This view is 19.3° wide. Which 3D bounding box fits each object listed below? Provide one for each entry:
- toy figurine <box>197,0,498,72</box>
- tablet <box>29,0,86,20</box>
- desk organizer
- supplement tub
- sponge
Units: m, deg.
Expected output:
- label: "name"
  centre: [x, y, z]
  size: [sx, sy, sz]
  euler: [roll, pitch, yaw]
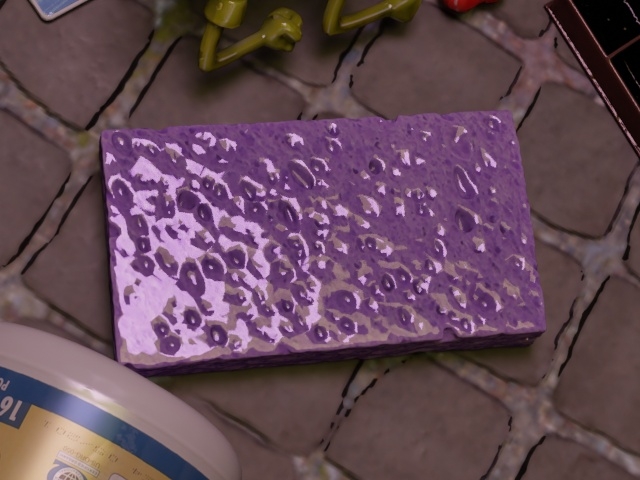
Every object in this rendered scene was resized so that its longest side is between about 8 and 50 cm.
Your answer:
- label: "toy figurine"
  centre: [0.052, -0.256, 0.950]
  size: [0.362, 0.191, 0.217]
  euler: [-19, 59, -19]
- label: "tablet"
  centre: [-0.116, -0.149, 0.940]
  size: [0.083, 0.006, 0.054]
  euler: [-32, 83, -19]
- label: "desk organizer"
  centre: [0.174, -0.085, 0.962]
  size: [0.047, 0.050, 0.130]
  euler: [-28, 81, -19]
- label: "supplement tub"
  centre: [-0.133, 0.149, 0.769]
  size: [0.144, 0.144, 0.200]
  euler: [27, 69, -4]
- label: "sponge"
  centre: [0.000, 0.000, 0.907]
  size: [0.210, 0.031, 0.117]
  euler: [-4, 74, -13]
